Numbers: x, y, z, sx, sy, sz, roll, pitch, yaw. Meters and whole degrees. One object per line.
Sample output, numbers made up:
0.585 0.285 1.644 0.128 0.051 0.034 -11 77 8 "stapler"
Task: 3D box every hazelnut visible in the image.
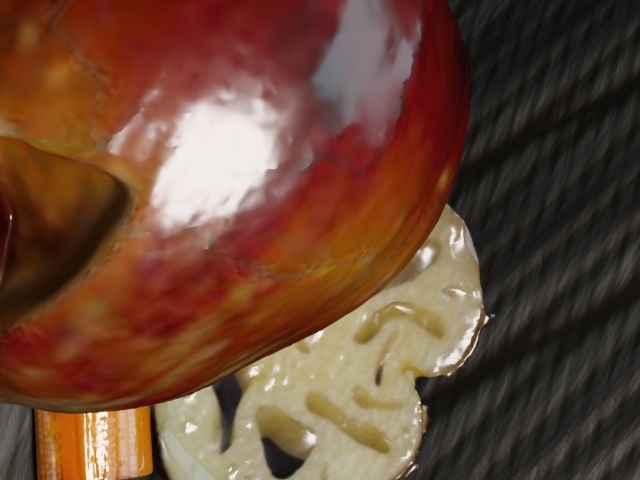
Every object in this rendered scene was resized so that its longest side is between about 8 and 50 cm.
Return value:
-0.109 -0.098 1.008 0.429 0.402 0.402 -31 117 -85 "hazelnut"

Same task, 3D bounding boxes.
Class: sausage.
-0.184 0.033 1.284 0.093 0.093 0.312 9 78 -81 "sausage"

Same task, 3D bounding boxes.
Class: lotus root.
-0.027 0.089 1.597 0.375 0.390 0.111 37 -2 -29 "lotus root"
